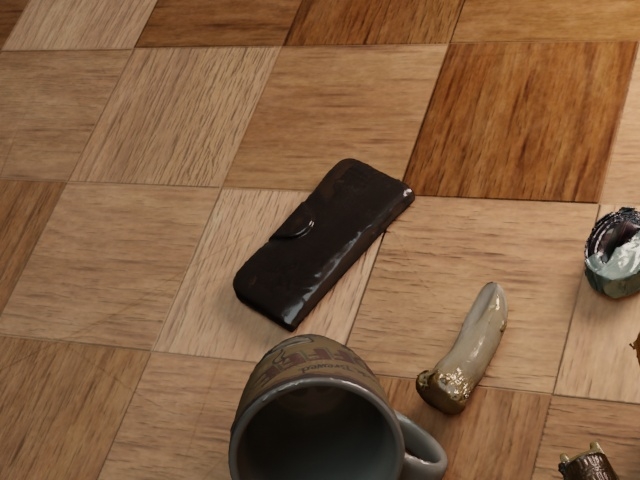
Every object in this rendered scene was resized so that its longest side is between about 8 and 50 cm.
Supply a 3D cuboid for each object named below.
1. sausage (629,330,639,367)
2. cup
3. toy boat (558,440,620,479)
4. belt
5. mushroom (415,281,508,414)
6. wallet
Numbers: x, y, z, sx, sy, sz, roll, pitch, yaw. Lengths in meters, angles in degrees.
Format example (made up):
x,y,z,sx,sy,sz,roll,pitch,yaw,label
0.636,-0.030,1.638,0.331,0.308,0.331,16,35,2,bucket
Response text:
x,y,z,sx,sy,sz,roll,pitch,yaw,label
0.523,0.224,1.604,0.233,0.233,0.287,-17,50,12,sausage
0.028,0.246,1.835,0.301,0.227,0.257,19,20,-8,cup
0.362,0.348,1.676,0.068,0.088,0.226,-24,47,5,toy boat
0.435,0.019,1.921,0.105,0.058,0.140,19,60,28,belt
0.212,0.154,1.914,0.084,0.071,0.209,-10,41,56,mushroom
0.000,0.000,2.147,0.165,0.042,0.309,31,71,37,wallet
